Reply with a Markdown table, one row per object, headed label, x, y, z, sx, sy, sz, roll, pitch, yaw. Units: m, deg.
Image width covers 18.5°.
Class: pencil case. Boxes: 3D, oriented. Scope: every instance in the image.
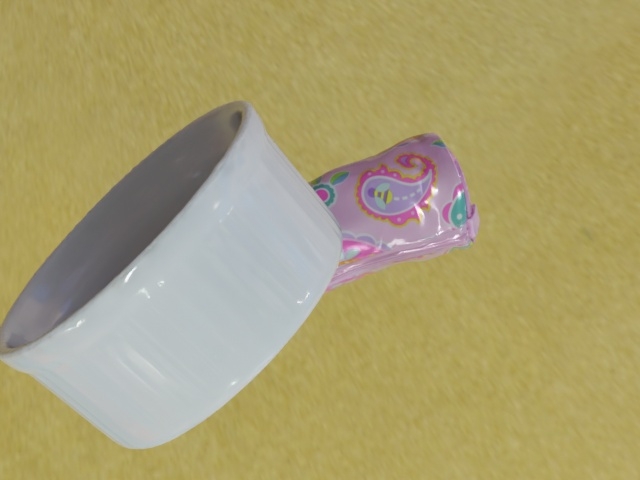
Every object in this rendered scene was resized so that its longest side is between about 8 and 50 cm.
| label | x | y | z | sx | sy | sz | roll | pitch | yaw |
| --- | --- | --- | --- | --- | --- | --- | --- | --- | --- |
| pencil case | 0.000 | 0.000 | 1.779 | 0.284 | 0.124 | 0.124 | -21 | 109 | -5 |

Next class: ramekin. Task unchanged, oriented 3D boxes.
| label | x | y | z | sx | sy | sz | roll | pitch | yaw |
| --- | --- | --- | --- | --- | --- | --- | --- | --- | --- |
| ramekin | -0.112 | 0.033 | 1.536 | 0.277 | 0.277 | 0.135 | -43 | 106 | 4 |
